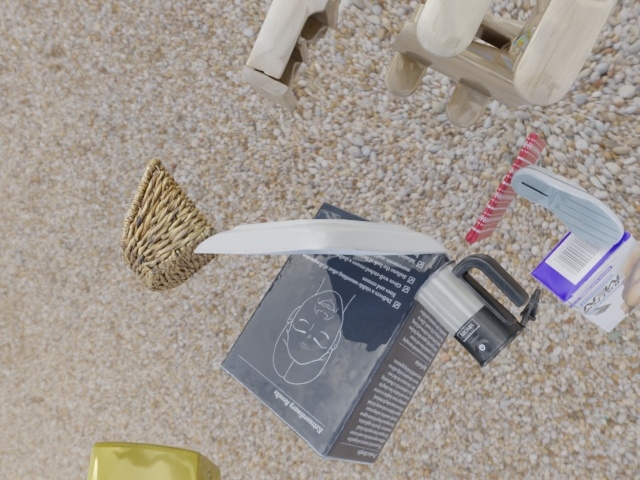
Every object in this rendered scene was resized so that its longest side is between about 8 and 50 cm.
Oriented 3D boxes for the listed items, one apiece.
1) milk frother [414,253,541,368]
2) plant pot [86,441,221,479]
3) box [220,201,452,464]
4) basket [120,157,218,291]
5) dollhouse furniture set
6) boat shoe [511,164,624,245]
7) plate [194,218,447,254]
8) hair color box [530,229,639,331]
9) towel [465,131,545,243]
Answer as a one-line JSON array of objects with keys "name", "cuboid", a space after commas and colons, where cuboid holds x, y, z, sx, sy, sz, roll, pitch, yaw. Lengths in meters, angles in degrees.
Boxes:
[{"name": "milk frother", "cuboid": [0.237, 0.089, 0.704, 0.129, 0.143, 0.135, -50, 66, 17]}, {"name": "plant pot", "cuboid": [-0.293, 0.491, 0.888, 0.187, 0.212, 0.212, -11, 142, 3]}, {"name": "box", "cuboid": [0.054, 0.172, 0.946, 0.293, 0.212, 0.395, 27, 80, 39]}, {"name": "basket", "cuboid": [-0.392, -0.019, 1.180, 0.213, 0.299, 0.223, -39, 87, -12]}, {"name": "dollhouse furniture set", "cuboid": [0.122, -0.266, 0.729, 0.394, 0.362, 0.256, 25, 99, -3]}, {"name": "boat shoe", "cuboid": [0.490, -0.083, 0.947, 0.226, 0.076, 0.083, 40, 140, 16]}, {"name": "plate", "cuboid": [0.000, 0.000, 0.719, 0.278, 0.277, 0.045, -3, 87, 45]}, {"name": "hair color box", "cuboid": [0.634, 0.082, 1.095, 0.185, 0.339, 0.110, -52, 46, 14]}, {"name": "towel", "cuboid": [0.432, -0.116, 1.133, 0.031, 0.199, 0.275, 34, 110, 22]}]
